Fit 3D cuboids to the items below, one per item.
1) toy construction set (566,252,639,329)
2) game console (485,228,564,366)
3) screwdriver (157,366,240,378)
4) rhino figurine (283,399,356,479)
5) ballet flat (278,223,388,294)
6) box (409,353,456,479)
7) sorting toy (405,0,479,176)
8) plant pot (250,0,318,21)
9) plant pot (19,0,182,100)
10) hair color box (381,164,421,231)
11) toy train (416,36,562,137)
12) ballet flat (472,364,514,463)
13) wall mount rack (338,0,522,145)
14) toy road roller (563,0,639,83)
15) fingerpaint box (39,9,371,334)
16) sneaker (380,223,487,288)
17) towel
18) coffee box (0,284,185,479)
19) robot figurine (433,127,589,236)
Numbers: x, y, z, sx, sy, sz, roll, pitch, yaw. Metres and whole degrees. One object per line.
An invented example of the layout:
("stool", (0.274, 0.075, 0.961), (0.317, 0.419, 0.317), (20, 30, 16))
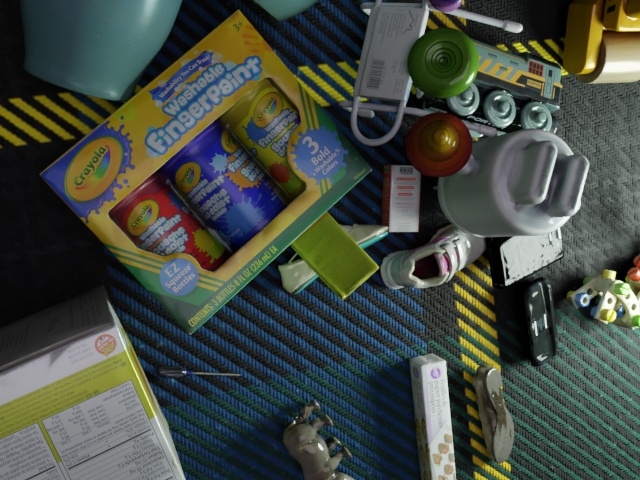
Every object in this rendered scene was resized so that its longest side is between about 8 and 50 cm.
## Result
("toy construction set", (0.751, 0.074, 1.642), (0.215, 0.151, 0.327), (37, 95, -18))
("game console", (0.478, 0.117, 1.579), (0.213, 0.044, 0.361), (-20, 106, -31))
("screwdriver", (-0.242, 0.269, 1.394), (0.170, 0.024, 0.025), (11, 122, -26))
("rhino figurine", (0.005, 0.463, 1.469), (0.106, 0.073, 0.243), (-33, 107, -16))
("ballet flat", (0.022, 0.016, 1.423), (0.248, 0.086, 0.086), (-32, 105, -11))
("box", (0.251, 0.418, 1.550), (0.063, 0.067, 0.323), (-9, 100, -17))
("sorting toy", (0.214, -0.297, 1.209), (0.127, 0.126, 0.365), (3, 91, 8))
("plant pot", (-0.078, -0.535, 1.220), (0.293, 0.293, 0.235), (34, 100, -19))
("plant pot", (-0.374, -0.380, 1.158), (0.272, 0.271, 0.255), (15, 106, -19))
("hair color box", (0.170, -0.089, 1.474), (0.072, 0.043, 0.141), (0, 97, -18))
("toy train", (0.359, -0.319, 1.469), (0.334, 0.142, 0.190), (13, 80, -18))
("ballet flat", (0.392, 0.398, 1.605), (0.084, 0.058, 0.249), (-28, 111, -36))
("wall mount rack", (0.198, -0.335, 1.331), (0.130, 0.304, 0.350), (9, 94, -59))
("toy road roller", (0.673, -0.486, 1.462), (0.203, 0.240, 0.329), (-6, 114, -17))
("fingerpaint box", (-0.197, -0.119, 1.262), (0.445, 0.163, 0.371), (-42, 99, -9))
("sneaker", (0.260, 0.042, 1.483), (0.252, 0.111, 0.103), (-26, 104, -14))
("towel", (0.000, 0.000, 1.379), (0.102, 0.021, 0.237), (-42, 78, -6))
("coffee box", (-0.446, 0.314, 1.160), (0.338, 0.338, 0.334), (-24, 104, -15))
("robot figurine", (0.364, -0.107, 1.373), (0.300, 0.353, 0.199), (23, 82, -18))
